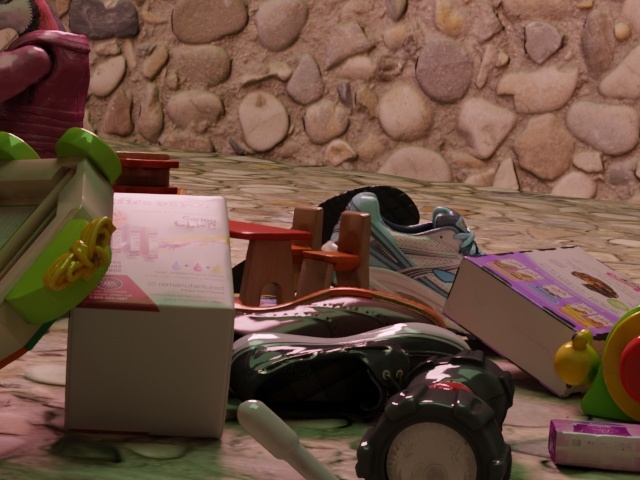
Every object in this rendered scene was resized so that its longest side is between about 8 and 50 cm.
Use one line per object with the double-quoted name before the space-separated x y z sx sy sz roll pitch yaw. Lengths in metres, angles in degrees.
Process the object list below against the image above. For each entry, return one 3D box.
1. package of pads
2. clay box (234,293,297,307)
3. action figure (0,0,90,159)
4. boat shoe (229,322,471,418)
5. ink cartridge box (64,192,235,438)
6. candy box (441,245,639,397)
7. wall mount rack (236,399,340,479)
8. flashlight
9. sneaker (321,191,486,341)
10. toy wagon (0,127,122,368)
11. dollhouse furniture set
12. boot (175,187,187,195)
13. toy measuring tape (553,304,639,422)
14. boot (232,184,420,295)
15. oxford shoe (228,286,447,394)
"package of pads" 0.223 0.162 1.407 0.083 0.032 0.050 4 6 1
"clay box" -0.060 0.085 1.764 0.222 0.053 0.127 4 6 -12
"action figure" -0.301 -0.109 1.892 0.276 0.370 0.248 7 8 20
"boat shoe" 0.032 0.117 1.505 0.229 0.080 0.076 5 24 -22
"ink cartridge box" -0.138 0.056 1.436 0.128 0.127 0.176 2 30 -7
"candy box" 0.248 0.076 1.759 0.196 0.070 0.165 -4 31 -47
"wall mount rack" 0.111 0.171 0.883 0.304 0.130 0.350 3 6 -6
"flashlight" 0.097 0.135 1.295 0.103 0.103 0.304 32 11 7
"sneaker" 0.142 0.033 1.879 0.283 0.122 0.110 20 3 -6
"toy wagon" -0.257 0.027 1.365 0.344 0.068 0.267 1 47 50
"dollhouse furniture set" -0.116 -0.014 1.763 0.262 0.135 0.259 0 5 -39
"boot" -0.275 -0.014 2.222 0.211 0.104 0.295 4 11 -4
"toy measuring tape" 0.367 0.114 1.555 0.330 0.121 0.121 7 8 21
"boot" 0.000 0.000 2.011 0.247 0.083 0.161 -27 4 11
"oxford shoe" -0.022 0.103 1.569 0.271 0.096 0.098 -3 20 2
